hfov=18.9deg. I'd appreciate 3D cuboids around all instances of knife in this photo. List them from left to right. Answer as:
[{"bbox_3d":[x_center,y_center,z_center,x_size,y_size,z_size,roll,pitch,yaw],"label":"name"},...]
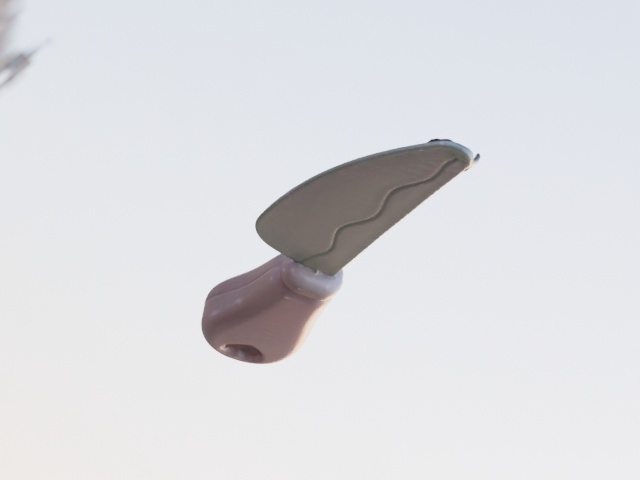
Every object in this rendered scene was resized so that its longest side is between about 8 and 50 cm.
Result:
[{"bbox_3d":[-0.003,-0.001,1.167,0.081,0.043,0.336,19,-29,-13],"label":"knife"}]
